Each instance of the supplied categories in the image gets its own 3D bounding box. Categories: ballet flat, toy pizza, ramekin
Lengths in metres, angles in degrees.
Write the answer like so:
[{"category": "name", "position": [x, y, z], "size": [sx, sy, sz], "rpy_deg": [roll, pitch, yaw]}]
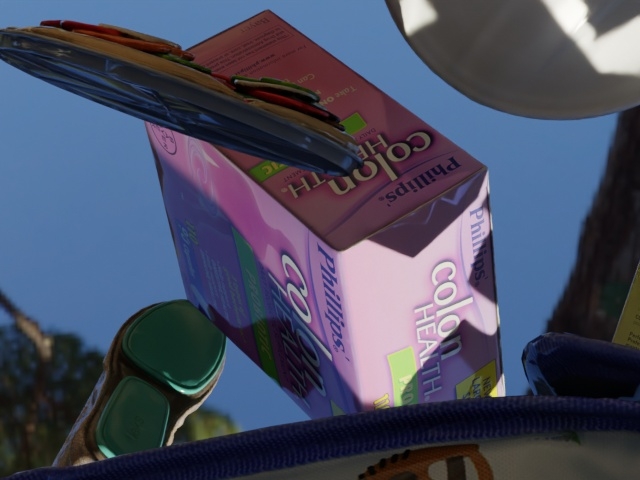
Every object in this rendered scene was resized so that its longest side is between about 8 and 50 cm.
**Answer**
[{"category": "ballet flat", "position": [-0.174, 0.153, 1.503], "size": [0.107, 0.106, 0.316], "rpy_deg": [39, -155, -2]}, {"category": "toy pizza", "position": [-0.070, -0.078, 0.837], "size": [0.201, 0.032, 0.201], "rpy_deg": [19, 177, 1]}, {"category": "ramekin", "position": [0.160, -0.226, 1.093], "size": [0.272, 0.273, 0.127], "rpy_deg": [-2, -151, -5]}]

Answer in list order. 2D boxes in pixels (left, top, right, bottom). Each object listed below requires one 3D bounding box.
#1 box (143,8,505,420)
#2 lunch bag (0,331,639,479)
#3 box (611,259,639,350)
[{"category": "box", "position": [0.000, 0.000, 1.119], "size": [0.117, 0.214, 0.243], "rpy_deg": [-30, -134, -22]}, {"category": "lunch bag", "position": [0.090, 0.199, 0.634], "size": [0.385, 0.328, 0.239], "rpy_deg": [-12, -122, 17]}, {"category": "box", "position": [0.184, 0.084, 0.839], "size": [0.087, 0.232, 0.058], "rpy_deg": [20, -162, 17]}]
